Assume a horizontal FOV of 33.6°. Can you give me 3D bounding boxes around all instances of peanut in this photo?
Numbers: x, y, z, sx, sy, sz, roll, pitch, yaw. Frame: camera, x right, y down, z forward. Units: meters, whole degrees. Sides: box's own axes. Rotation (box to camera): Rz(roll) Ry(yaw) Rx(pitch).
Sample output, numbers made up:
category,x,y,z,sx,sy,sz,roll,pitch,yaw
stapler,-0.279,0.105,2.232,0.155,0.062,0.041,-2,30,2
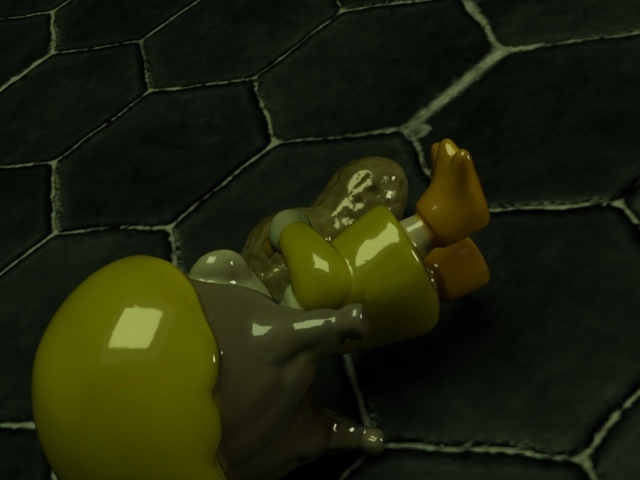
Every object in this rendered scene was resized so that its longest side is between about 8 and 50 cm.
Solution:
category,x,y,z,sx,sy,sz,roll,pitch,yaw
peanut,-0.001,-0.002,0.897,0.193,0.089,0.089,-39,40,-18

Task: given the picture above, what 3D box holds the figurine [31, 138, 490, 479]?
category,x,y,z,sx,sy,sz,roll,pitch,yaw
figurine,-0.034,0.064,0.736,0.343,0.215,0.187,-32,42,-12
